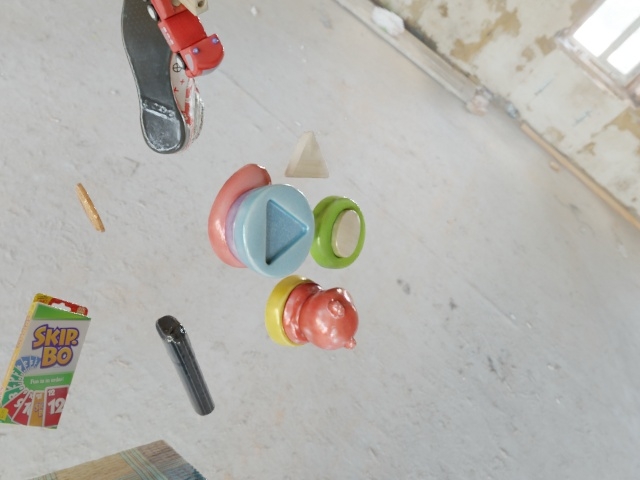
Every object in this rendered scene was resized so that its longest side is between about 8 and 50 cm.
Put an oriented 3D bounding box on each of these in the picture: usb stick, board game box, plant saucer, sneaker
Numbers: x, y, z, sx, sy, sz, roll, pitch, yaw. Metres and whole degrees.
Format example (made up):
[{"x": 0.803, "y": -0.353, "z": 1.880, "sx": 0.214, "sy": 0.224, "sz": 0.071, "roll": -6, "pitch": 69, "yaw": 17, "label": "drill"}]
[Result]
[{"x": -0.265, "y": 0.254, "z": 0.989, "sx": 0.045, "sy": 0.278, "sz": 0.077, "roll": -34, "pitch": 49, "yaw": -28, "label": "usb stick"}, {"x": -0.569, "y": 0.247, "z": 1.032, "sx": 0.124, "sy": 0.039, "sz": 0.260, "roll": 32, "pitch": 55, "yaw": -45, "label": "board game box"}, {"x": -0.357, "y": -0.049, "z": 0.770, "sx": 0.013, "sy": 0.083, "sz": 0.084, "roll": -29, "pitch": 72, "yaw": -24, "label": "plant saucer"}, {"x": -0.244, "y": -0.276, "z": 0.795, "sx": 0.090, "sy": 0.270, "sz": 0.145, "roll": -3, "pitch": 13, "yaw": -2, "label": "sneaker"}]

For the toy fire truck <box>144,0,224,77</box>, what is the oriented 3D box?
[{"x": -0.160, "y": -0.283, "z": 0.562, "sx": 0.047, "sy": 0.135, "sz": 0.192, "roll": -37, "pitch": 117, "yaw": -21, "label": "toy fire truck"}]

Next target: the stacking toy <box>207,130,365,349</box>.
[{"x": 0.000, "y": 0.000, "z": 0.775, "sx": 0.280, "sy": 0.130, "sz": 0.309, "roll": -52, "pitch": 129, "yaw": -28, "label": "stacking toy"}]

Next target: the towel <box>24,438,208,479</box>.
[{"x": -0.409, "y": 0.443, "z": 0.847, "sx": 0.369, "sy": 0.271, "sz": 0.040, "roll": -6, "pitch": 91, "yaw": -34, "label": "towel"}]
